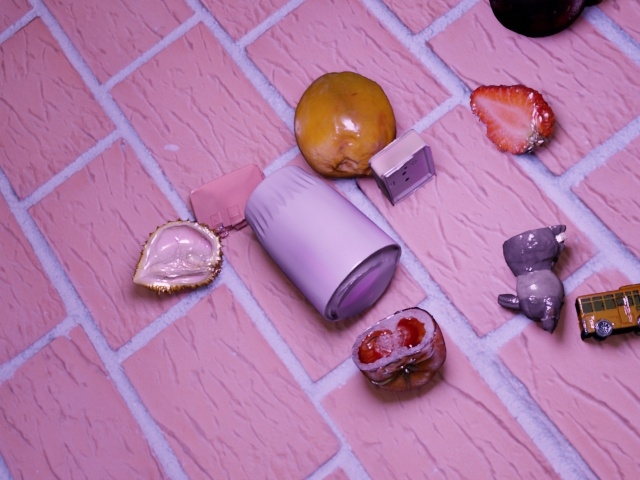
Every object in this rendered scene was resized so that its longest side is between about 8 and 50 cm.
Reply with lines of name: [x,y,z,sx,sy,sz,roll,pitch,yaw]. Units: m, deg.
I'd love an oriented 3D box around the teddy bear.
teddy bear: [0.505,0.092,1.763,0.171,0.144,0.251,-4,87,47]

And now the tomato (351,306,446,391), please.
tomato: [0.199,0.276,1.750,0.214,0.155,0.180,-24,34,11]

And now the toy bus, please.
toy bus: [0.697,0.164,1.706,0.201,0.098,0.114,-11,71,11]

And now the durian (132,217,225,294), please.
durian: [-0.363,0.044,1.963,0.250,0.138,0.183,-15,74,7]

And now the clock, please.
clock: [0.211,-0.182,1.874,0.147,0.192,0.071,-37,67,0]

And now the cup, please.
cup: [0.000,0.000,1.834,0.253,0.253,0.371,-44,68,-3]

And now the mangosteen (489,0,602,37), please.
mangosteen: [0.580,-0.661,1.897,0.314,0.297,0.296,18,77,-5]

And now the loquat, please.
loquat: [0.066,-0.301,1.915,0.276,0.276,0.283,1,70,13]

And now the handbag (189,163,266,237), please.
handbag: [-0.239,-0.103,2.024,0.213,0.059,0.157,-23,68,7]

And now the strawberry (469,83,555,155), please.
strawberry: [0.509,-0.321,1.905,0.175,0.107,0.236,-40,62,38]
